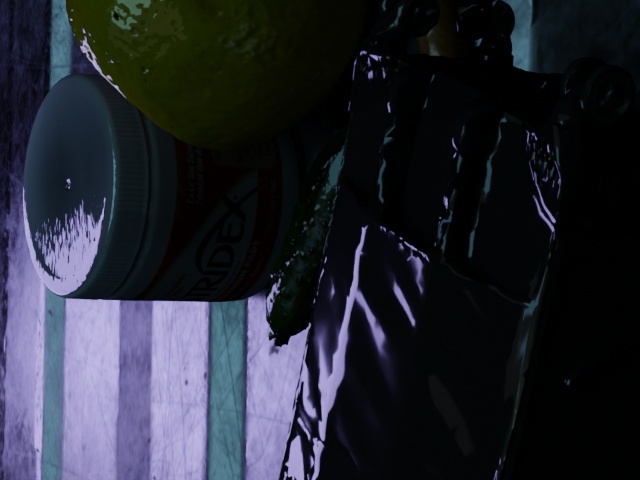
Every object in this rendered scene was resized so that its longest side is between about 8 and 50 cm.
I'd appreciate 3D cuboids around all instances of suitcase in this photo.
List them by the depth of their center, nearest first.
[{"bbox_3d":[0.110,0.074,1.041,0.283,0.194,0.433,36,118,57],"label":"suitcase"}]

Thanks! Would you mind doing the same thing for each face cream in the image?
[{"bbox_3d":[-0.144,-0.045,1.443,0.201,0.187,0.201,-5,84,57],"label":"face cream"}]

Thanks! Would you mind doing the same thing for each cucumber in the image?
[{"bbox_3d":[0.000,0.000,1.334,0.069,0.069,0.227,57,135,41],"label":"cucumber"}]

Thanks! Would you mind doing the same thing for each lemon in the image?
[{"bbox_3d":[-0.070,-0.209,1.304,0.219,0.240,0.240,-44,50,21],"label":"lemon"}]

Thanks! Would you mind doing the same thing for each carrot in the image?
[{"bbox_3d":[0.095,-0.142,1.222,0.043,0.043,0.247,-33,63,51],"label":"carrot"}]
